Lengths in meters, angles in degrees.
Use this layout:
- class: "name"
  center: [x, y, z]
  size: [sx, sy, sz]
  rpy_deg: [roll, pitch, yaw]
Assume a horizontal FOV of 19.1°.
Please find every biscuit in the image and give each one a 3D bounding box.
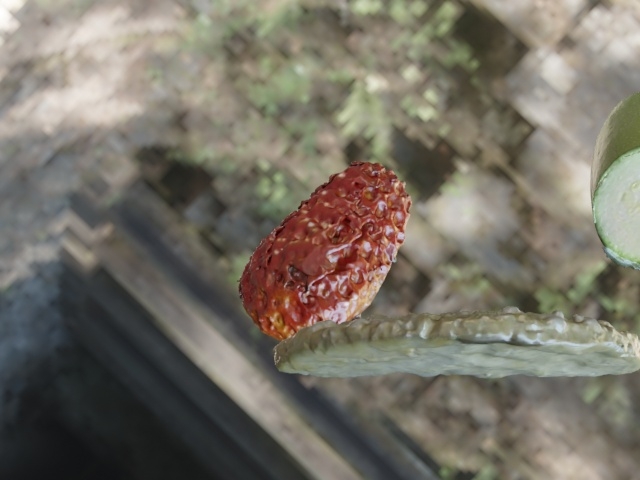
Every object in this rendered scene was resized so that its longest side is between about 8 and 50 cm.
- class: "biscuit"
  center: [0.098, 0.066, 1.231]
  size: [0.133, 0.250, 0.032]
  rpy_deg: [112, -22, -76]

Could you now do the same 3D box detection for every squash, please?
- class: "squash"
  center: [0.232, -0.054, 1.342]
  size: [0.095, 0.095, 0.188]
  rpy_deg: [-47, -169, 20]

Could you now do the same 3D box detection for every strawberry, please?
- class: "strawberry"
  center: [0.000, 0.000, 1.605]
  size: [0.188, 0.121, 0.082]
  rpy_deg: [-59, 145, -21]
